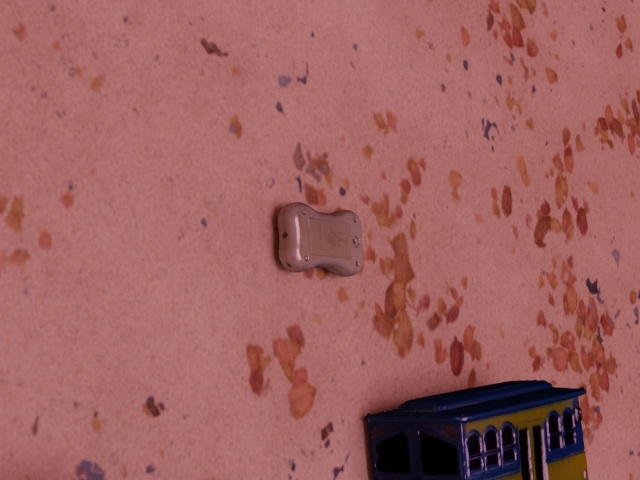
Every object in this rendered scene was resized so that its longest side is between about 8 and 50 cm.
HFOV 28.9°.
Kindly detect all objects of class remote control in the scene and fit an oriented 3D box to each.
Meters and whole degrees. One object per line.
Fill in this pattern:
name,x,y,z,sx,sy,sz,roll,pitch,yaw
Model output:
remote control,0.000,0.000,1.318,0.122,0.032,0.074,9,76,-50

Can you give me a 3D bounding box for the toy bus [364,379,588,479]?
toy bus,0.189,0.257,1.422,0.287,0.138,0.175,-2,86,-51
